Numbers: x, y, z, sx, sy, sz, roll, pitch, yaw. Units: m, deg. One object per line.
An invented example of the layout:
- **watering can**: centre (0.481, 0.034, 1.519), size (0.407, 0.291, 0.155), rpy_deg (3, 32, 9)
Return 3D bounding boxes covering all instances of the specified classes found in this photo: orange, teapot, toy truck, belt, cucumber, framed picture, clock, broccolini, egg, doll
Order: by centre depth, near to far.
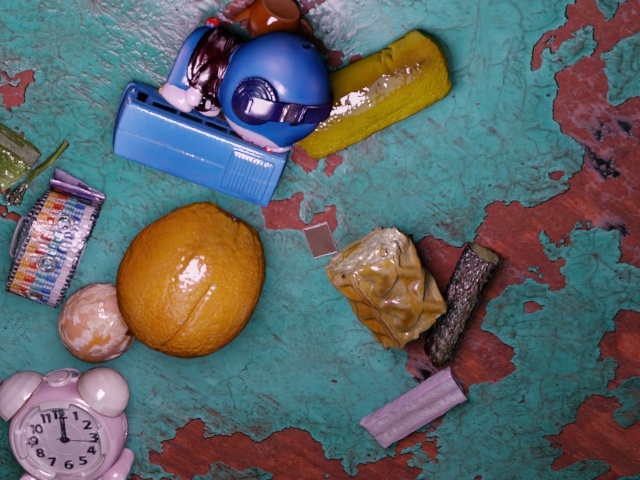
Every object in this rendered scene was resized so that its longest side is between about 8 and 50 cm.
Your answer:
- **doll**: centre (-0.124, -0.305, 1.532), size (0.310, 0.284, 0.240), rpy_deg (25, 115, 10)
- **teapot**: centre (-0.098, -0.446, 1.606), size (0.173, 0.116, 0.116), rpy_deg (15, 116, -20)
- **toy truck**: centre (-0.261, -0.214, 1.685), size (0.385, 0.162, 0.161), rpy_deg (20, 116, -10)
- **orange**: centre (-0.289, 0.085, 1.756), size (0.322, 0.322, 0.357), rpy_deg (30, 107, -15)
- **belt**: centre (-0.623, 0.007, 1.769), size (0.160, 0.207, 0.295), rpy_deg (22, 117, -14)
- **broccolini**: centre (-0.658, -0.158, 1.787), size (0.044, 0.042, 0.218), rpy_deg (41, 104, -17)
- **egg**: centre (-0.539, 0.204, 1.880), size (0.195, 0.195, 0.233), rpy_deg (17, 133, -9)
- **framed picture**: centre (0.000, 0.000, 1.881), size (0.066, 0.006, 0.089), rpy_deg (-17, 116, 8)
- **cucumber**: centre (0.336, 0.175, 1.931), size (0.096, 0.096, 0.359), rpy_deg (17, 118, -9)
- **clock**: centre (-0.661, 0.489, 2.035), size (0.342, 0.184, 0.326), rpy_deg (-6, 113, -3)

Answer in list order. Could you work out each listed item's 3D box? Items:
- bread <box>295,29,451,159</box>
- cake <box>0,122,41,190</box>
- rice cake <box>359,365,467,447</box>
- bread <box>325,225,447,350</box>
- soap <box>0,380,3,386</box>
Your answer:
- **bread**: centre (0.098, -0.305, 1.668), size (0.383, 0.112, 0.166), rpy_deg (-25, 114, 11)
- **cake**: centre (-0.750, -0.220, 1.710), size (0.235, 0.100, 0.099), rpy_deg (39, 110, -19)
- **rice cake**: centre (0.256, 0.457, 2.092), size (0.298, 0.050, 0.106), rpy_deg (-34, 113, 15)
- **bread**: centre (0.159, 0.111, 1.836), size (0.238, 0.196, 0.252), rpy_deg (-37, 109, 15)
- **soap**: centre (-0.927, 0.444, 1.965), size (0.162, 0.250, 0.099), rpy_deg (23, 113, -10)
